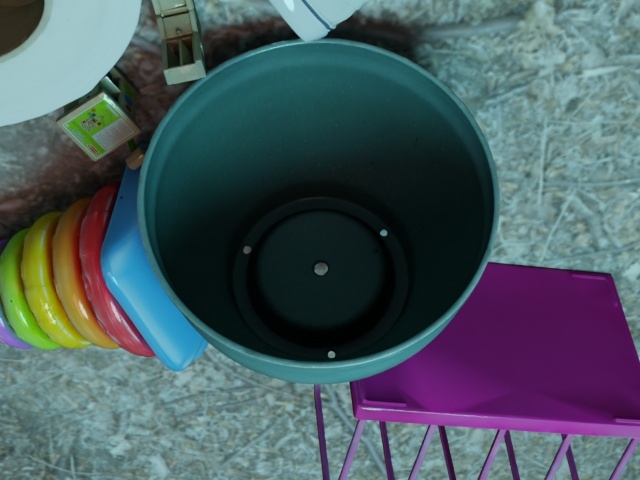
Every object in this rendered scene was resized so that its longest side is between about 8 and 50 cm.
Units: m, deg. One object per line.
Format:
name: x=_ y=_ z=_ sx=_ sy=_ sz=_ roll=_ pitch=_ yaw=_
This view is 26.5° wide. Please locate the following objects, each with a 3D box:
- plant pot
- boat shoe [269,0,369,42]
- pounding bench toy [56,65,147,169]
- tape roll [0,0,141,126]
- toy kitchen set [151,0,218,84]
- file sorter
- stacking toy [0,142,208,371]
plant pot: x=0.000 y=0.000 z=1.180 sx=0.293 sy=0.293 sz=0.196 roll=-6 pitch=157 yaw=-1
boat shoe: x=-0.042 y=-0.266 z=1.056 sx=0.084 sy=0.095 sz=0.258 roll=-30 pitch=138 yaw=14
pounding bench toy: x=-0.182 y=-0.107 z=1.181 sx=0.052 sy=0.065 sz=0.083 roll=-30 pitch=127 yaw=17
tape roll: x=-0.279 y=-0.216 z=1.024 sx=0.286 sy=0.100 sz=0.286 roll=-6 pitch=140 yaw=-5
toy kitchen set: x=-0.104 y=-0.189 z=1.114 sx=0.068 sy=0.075 sz=0.083 roll=-12 pitch=135 yaw=2
file sorter: x=0.149 y=0.155 z=1.357 sx=0.290 sy=0.202 sz=0.182 roll=5 pitch=132 yaw=-11
stacking toy: x=-0.258 y=0.043 z=1.262 sx=0.301 sy=0.175 sz=0.166 roll=-12 pitch=132 yaw=19
